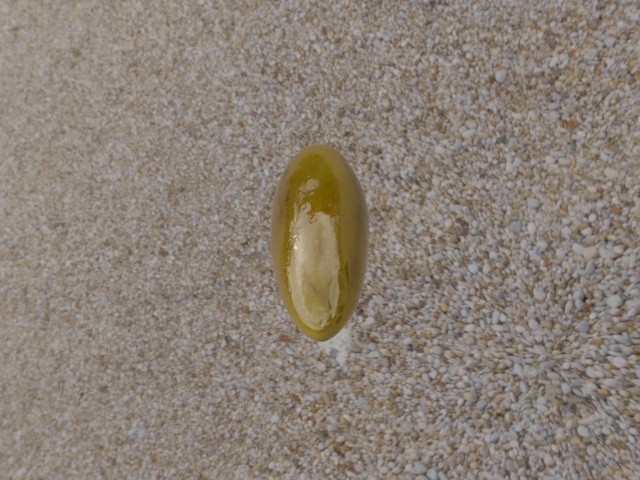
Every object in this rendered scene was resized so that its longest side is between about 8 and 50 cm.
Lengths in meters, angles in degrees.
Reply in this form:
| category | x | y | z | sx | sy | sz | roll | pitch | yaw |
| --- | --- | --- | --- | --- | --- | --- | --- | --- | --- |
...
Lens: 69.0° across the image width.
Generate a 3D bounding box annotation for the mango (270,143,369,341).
| category | x | y | z | sx | sy | sz | roll | pitch | yaw |
| --- | --- | --- | --- | --- | --- | --- | --- | --- | --- |
| mango | 0.000 | 0.000 | 0.522 | 0.113 | 0.138 | 0.253 | 5 | 48 | -7 |
